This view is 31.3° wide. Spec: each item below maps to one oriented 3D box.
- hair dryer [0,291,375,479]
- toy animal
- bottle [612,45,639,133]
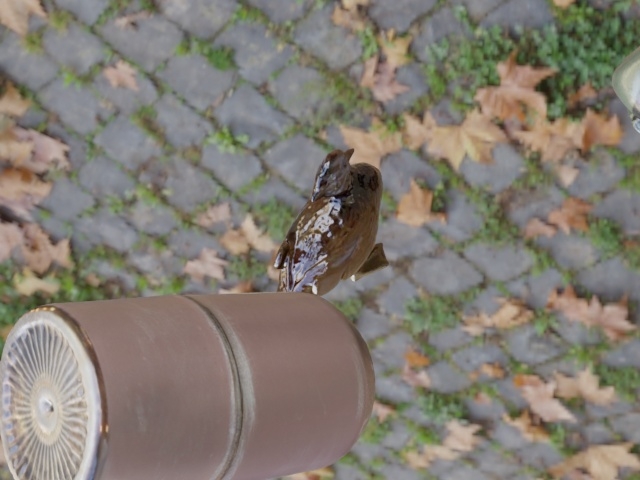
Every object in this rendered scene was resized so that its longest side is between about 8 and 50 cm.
[{"bbox_3d":[-0.145,0.090,0.702,0.189,0.107,0.344,-2,177,-42],"label":"hair dryer"},{"bbox_3d":[0.000,0.000,1.120,0.089,0.188,0.179,30,169,22],"label":"toy animal"},{"bbox_3d":[0.513,-0.132,1.391,0.347,0.168,0.168,45,143,21],"label":"bottle"}]
